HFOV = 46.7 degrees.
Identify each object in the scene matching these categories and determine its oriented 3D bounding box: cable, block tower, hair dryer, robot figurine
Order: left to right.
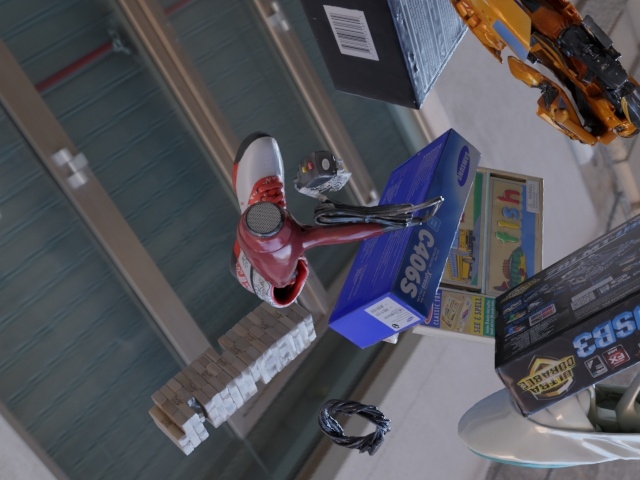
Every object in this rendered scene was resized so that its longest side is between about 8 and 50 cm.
[{"bbox_3d":[-0.149,0.227,1.343,0.097,0.091,0.335,33,-118,31],"label":"block tower"},{"bbox_3d":[0.000,0.000,0.980,0.293,0.223,0.080,-32,-132,46],"label":"hair dryer"},{"bbox_3d":[0.070,0.380,1.556,0.047,0.150,0.185,-54,168,-39],"label":"cable"},{"bbox_3d":[0.216,-0.204,0.756,0.085,0.291,0.211,-44,-175,13],"label":"robot figurine"}]

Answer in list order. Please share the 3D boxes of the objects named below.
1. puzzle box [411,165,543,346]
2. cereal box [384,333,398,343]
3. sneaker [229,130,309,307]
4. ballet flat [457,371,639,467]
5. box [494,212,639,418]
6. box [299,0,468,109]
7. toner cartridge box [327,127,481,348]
[{"bbox_3d":[0.350,0.025,1.630,0.052,0.272,0.409,108,-10,-66],"label":"puzzle box"},{"bbox_3d":[0.133,0.074,1.404,0.047,0.240,0.173,13,-112,20],"label":"cereal box"},{"bbox_3d":[-0.071,-0.026,1.167,0.090,0.270,0.145,-13,-146,-36],"label":"sneaker"},{"bbox_3d":[0.384,0.221,0.973,0.400,0.139,0.139,1,-149,13],"label":"ballet flat"},{"bbox_3d":[0.342,0.057,0.855,0.295,0.073,0.293,-33,-179,16],"label":"box"},{"bbox_3d":[0.121,-0.426,1.185,0.182,0.296,0.294,21,-114,30],"label":"box"},{"bbox_3d":[0.138,-0.008,1.171,0.165,0.075,0.348,-33,-155,50],"label":"toner cartridge box"}]
